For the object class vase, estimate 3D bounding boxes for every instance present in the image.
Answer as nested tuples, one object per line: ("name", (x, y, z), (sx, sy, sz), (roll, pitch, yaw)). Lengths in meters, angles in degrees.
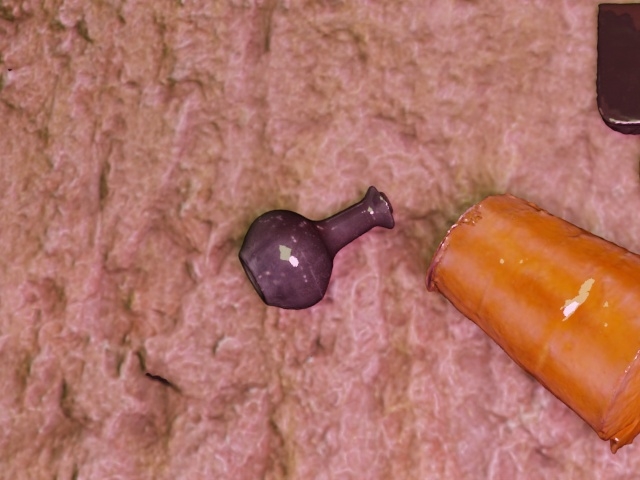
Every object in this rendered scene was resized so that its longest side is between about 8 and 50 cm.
("vase", (0.000, 0.000, 1.341), (0.183, 0.120, 0.120), (-31, 71, -9))

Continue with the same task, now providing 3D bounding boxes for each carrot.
("carrot", (0.260, 0.071, 1.240), (0.254, 0.196, 0.196), (36, 87, 30))

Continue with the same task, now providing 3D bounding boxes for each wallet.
("wallet", (0.465, -0.196, 1.302), (0.309, 0.042, 0.165), (0, 75, 13))

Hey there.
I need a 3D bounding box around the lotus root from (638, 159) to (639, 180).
("lotus root", (0.391, -0.050, 1.275), (0.073, 0.062, 0.150), (-21, 75, 16))
